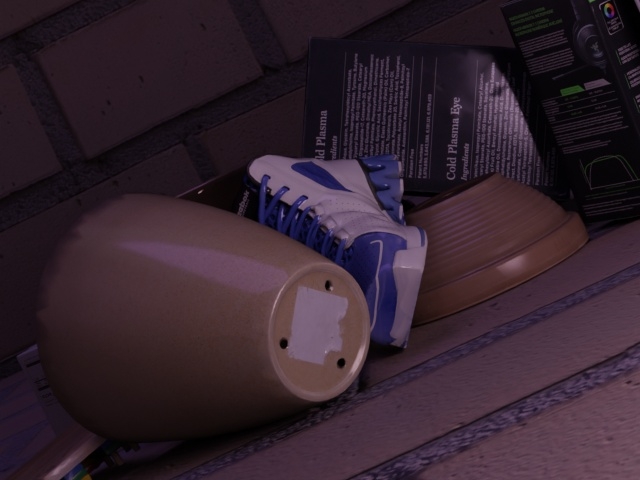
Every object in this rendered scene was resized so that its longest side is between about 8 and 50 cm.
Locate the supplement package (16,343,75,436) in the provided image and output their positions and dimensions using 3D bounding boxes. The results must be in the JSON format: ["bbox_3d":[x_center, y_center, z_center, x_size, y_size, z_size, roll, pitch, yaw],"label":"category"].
[{"bbox_3d":[-0.179,0.128,1.945,0.262,0.145,0.204,-21,6,36],"label":"supplement package"}]

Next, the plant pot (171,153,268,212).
[{"bbox_3d":[-0.146,0.027,2.426,0.263,0.229,0.263,-25,5,2],"label":"plant pot"}]

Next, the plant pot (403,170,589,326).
[{"bbox_3d":[0.164,-0.003,1.806,0.237,0.109,0.237,-25,5,2],"label":"plant pot"}]

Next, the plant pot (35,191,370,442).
[{"bbox_3d":[-0.092,0.080,1.589,0.256,0.256,0.274,-29,19,-38],"label":"plant pot"}]

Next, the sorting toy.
[{"bbox_3d":[-0.245,0.222,1.724,0.274,0.046,0.132,-40,12,-31],"label":"sorting toy"}]

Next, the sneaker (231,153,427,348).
[{"bbox_3d":[0.000,-0.001,1.722,0.182,0.127,0.315,6,26,-10],"label":"sneaker"}]

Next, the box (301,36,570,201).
[{"bbox_3d":[0.138,-0.141,2.040,0.312,0.179,0.343,3,1,1],"label":"box"}]

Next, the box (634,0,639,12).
[{"bbox_3d":[0.425,-0.214,1.646,0.169,0.290,0.087,-25,2,39],"label":"box"}]

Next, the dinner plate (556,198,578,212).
[{"bbox_3d":[0.271,-0.026,2.098,0.141,0.017,0.141,-26,6,3],"label":"dinner plate"}]

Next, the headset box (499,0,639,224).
[{"bbox_3d":[0.358,-0.198,1.815,0.246,0.283,0.131,-28,10,-35],"label":"headset box"}]

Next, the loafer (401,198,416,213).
[{"bbox_3d":[0.088,0.004,2.139,0.112,0.111,0.319,-25,4,6],"label":"loafer"}]
